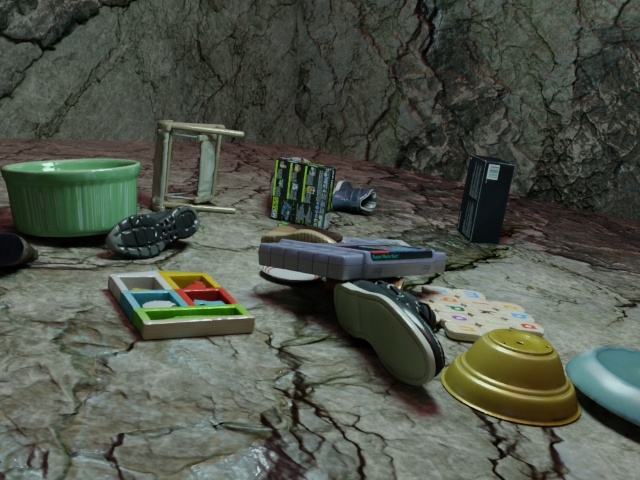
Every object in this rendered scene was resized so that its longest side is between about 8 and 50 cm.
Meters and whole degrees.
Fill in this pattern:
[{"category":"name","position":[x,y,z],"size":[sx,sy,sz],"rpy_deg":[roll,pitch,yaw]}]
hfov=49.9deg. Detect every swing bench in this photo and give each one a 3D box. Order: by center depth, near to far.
[{"category":"swing bench","position":[-0.384,-0.220,2.044],"size":[0.255,0.253,0.165],"rpy_deg":[0,15,-34]}]

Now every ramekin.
[{"category":"ramekin","position":[-0.571,-0.104,1.598],"size":[0.304,0.148,0.303],"rpy_deg":[-1,12,0]}]

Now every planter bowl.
[{"category":"planter bowl","position":[0.303,0.195,1.071],"size":[0.217,0.090,0.217],"rpy_deg":[7,13,-2]}]

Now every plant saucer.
[{"category":"plant saucer","position":[0.554,0.239,1.087],"size":[0.318,0.043,0.317],"rpy_deg":[13,12,-3]}]

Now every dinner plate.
[{"category":"dinner plate","position":[-0.063,0.073,1.521],"size":[0.141,0.017,0.141],"rpy_deg":[9,13,-2]}]

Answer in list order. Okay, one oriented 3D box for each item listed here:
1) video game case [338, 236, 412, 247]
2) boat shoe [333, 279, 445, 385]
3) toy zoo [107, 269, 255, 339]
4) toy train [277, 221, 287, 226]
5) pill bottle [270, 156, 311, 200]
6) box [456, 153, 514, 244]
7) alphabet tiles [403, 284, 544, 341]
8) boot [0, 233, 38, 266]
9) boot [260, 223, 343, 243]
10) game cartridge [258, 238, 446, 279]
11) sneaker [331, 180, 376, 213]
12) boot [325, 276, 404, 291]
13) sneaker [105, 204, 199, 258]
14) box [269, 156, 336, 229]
[{"category":"video game case","position":[0.166,0.026,1.846],"size":[0.202,0.023,0.183],"rpy_deg":[3,14,-20]},{"category":"boat shoe","position":[0.132,0.137,1.138],"size":[0.113,0.127,0.340],"rpy_deg":[-9,9,-19]},{"category":"toy zoo","position":[-0.264,0.103,1.240],"size":[0.192,0.030,0.293],"rpy_deg":[1,16,-30]},{"category":"toy train","position":[-0.101,-0.037,1.960],"size":[0.024,0.017,0.083],"rpy_deg":[-9,19,-21]},{"category":"pill bottle","position":[-0.083,-0.187,2.275],"size":[0.169,0.169,0.301],"rpy_deg":[7,13,-5]},{"category":"box","position":[0.531,-0.136,2.228],"size":[0.103,0.261,0.184],"rpy_deg":[7,14,-7]},{"category":"alphabet tiles","position":[0.298,0.150,1.409],"size":[0.278,0.021,0.284],"rpy_deg":[7,13,-5]},{"category":"boot","position":[-0.652,0.023,1.307],"size":[0.219,0.082,0.106],"rpy_deg":[4,-9,1]},{"category":"boot","position":[0.000,0.000,1.703],"size":[0.249,0.090,0.207],"rpy_deg":[13,16,34]},{"category":"game cartridge","position":[0.077,0.034,1.415],"size":[0.230,0.068,0.355],"rpy_deg":[3,2,40]},{"category":"sneaker","position":[0.125,-0.155,2.410],"size":[0.164,0.086,0.226],"rpy_deg":[1,21,17]},{"category":"boot","position":[0.086,0.097,1.403],"size":[0.153,0.072,0.197],"rpy_deg":[8,1,-5]},{"category":"sneaker","position":[-0.393,-0.012,1.572],"size":[0.106,0.101,0.267],"rpy_deg":[-13,4,33]},{"category":"box","position":[-0.055,-0.140,2.044],"size":[0.184,0.190,0.045],"rpy_deg":[13,17,24]}]
